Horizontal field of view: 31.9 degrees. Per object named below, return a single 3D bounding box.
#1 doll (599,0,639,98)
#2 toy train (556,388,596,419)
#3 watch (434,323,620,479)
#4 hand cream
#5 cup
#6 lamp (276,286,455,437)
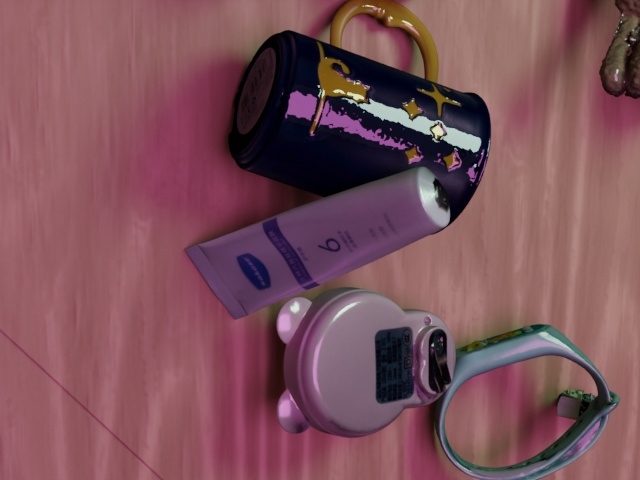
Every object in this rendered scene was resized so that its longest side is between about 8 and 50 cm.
[{"bbox_3d":[0.409,-0.319,1.380,0.202,0.286,0.091,-26,144,23],"label":"doll"},{"bbox_3d":[0.350,0.223,1.524,0.053,0.083,0.033,12,95,13],"label":"toy train"},{"bbox_3d":[0.262,0.212,1.445,0.237,0.068,0.195,-19,93,1],"label":"watch"},{"bbox_3d":[0.000,0.000,1.253,0.109,0.320,0.067,56,32,-21],"label":"hand cream"},{"bbox_3d":[0.036,-0.154,1.305,0.256,0.255,0.178,18,129,-22],"label":"cup"},{"bbox_3d":[0.052,0.145,1.363,0.246,0.108,0.179,-1,96,-30],"label":"lamp"}]
